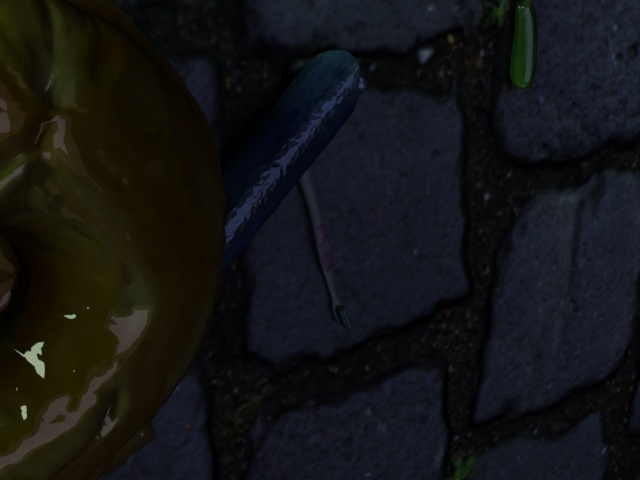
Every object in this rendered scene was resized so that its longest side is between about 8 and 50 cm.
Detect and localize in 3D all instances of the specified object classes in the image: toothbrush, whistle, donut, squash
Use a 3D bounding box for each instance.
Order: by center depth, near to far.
[{"bbox_3d":[-0.258,0.026,0.733,0.448,0.198,0.449,-18,123,-30],"label":"donut"},{"bbox_3d":[-0.069,-0.034,0.934,0.304,0.062,0.062,-51,132,-5],"label":"whistle"},{"bbox_3d":[0.000,0.000,1.031,0.017,0.022,0.204,-31,124,-24],"label":"toothbrush"},{"bbox_3d":[0.198,-0.190,1.078,0.027,0.027,0.089,-13,116,-31],"label":"squash"}]
